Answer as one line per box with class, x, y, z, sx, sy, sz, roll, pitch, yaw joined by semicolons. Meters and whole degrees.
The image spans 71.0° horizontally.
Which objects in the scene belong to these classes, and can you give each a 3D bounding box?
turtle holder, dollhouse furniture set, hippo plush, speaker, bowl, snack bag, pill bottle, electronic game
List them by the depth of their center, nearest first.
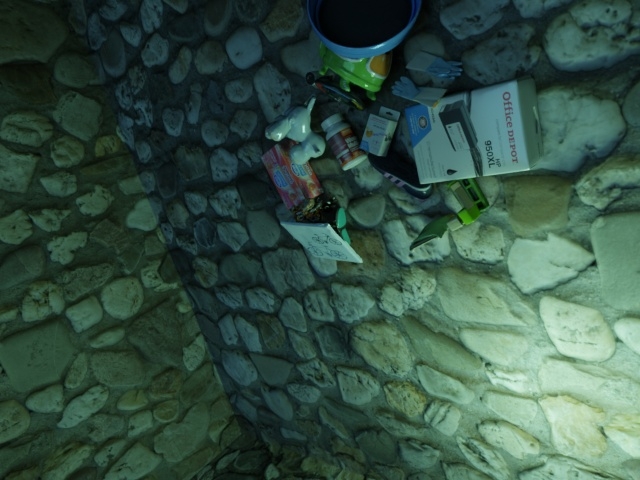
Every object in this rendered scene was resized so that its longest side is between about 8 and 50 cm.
bowl;0.150;-0.809;1.549;0.391;0.391;0.077;44;177;16
turtle holder;0.135;-0.705;1.702;0.228;0.243;0.320;-61;33;27
dollhouse furniture set;0.454;-0.104;1.717;0.301;0.197;0.151;-33;89;45
electronic game;0.079;-0.584;1.802;0.229;0.229;0.048;32;100;26
speaker;-0.002;-0.683;1.873;0.055;0.136;0.055;19;122;33
pill bottle;0.098;-0.425;1.927;0.121;0.121;0.221;-28;91;46
hippo plush;-0.081;-0.483;2.036;0.294;0.234;0.237;-31;112;14
snack bag;0.000;0.000;2.162;0.322;0.037;0.342;6;152;42

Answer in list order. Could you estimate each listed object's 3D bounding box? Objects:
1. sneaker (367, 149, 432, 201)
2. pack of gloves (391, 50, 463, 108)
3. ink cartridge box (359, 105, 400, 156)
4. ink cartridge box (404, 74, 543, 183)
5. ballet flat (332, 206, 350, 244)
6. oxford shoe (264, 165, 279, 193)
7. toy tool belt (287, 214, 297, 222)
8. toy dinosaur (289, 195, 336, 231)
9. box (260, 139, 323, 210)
sneaker;0.317;-0.261;1.834;0.319;0.112;0.131;43;165;32
pack of gloves;0.374;-0.556;1.572;0.232;0.195;0.046;39;177;42
ink cartridge box;0.237;-0.440;1.799;0.104;0.061;0.182;31;113;35
ink cartridge box;0.522;-0.370;1.542;0.394;0.166;0.286;-3;109;42
ballet flat;0.089;-0.063;2.158;0.074;0.074;0.204;4;116;41
oxford shoe;-0.208;-0.309;2.298;0.272;0.096;0.098;67;155;-1
toy tool belt;-0.132;-0.107;2.355;0.051;0.052;0.083;41;146;-26
toy dinosaur;-0.044;-0.135;2.109;0.322;0.218;0.165;-155;69;-74
box;-0.139;-0.319;2.177;0.154;0.142;0.300;-24;94;46
